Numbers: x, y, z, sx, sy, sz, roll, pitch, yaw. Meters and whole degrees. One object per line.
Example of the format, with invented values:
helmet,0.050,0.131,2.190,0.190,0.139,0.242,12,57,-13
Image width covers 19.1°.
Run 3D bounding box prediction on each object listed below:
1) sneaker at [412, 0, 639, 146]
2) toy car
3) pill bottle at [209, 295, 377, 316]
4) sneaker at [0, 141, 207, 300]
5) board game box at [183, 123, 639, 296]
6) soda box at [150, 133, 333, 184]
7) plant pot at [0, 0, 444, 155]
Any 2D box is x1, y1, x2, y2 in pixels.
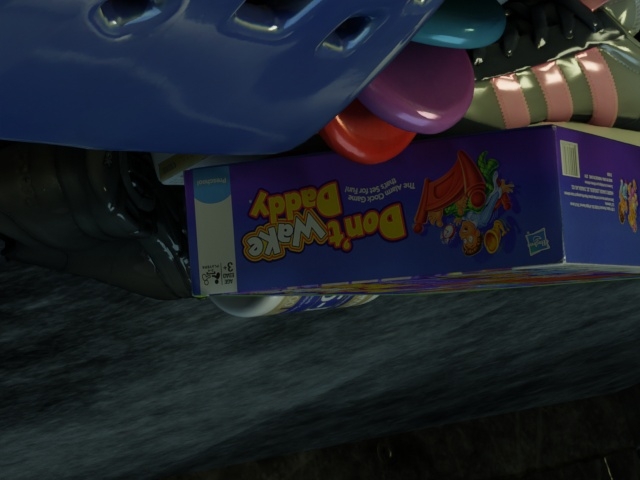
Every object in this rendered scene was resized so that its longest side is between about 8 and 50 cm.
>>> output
sneaker,0.137,-0.130,1.239,0.319,0.112,0.131,-3,134,-34
toy car,0.030,-0.114,1.021,0.159,0.136,0.182,-6,163,-39
pill bottle,0.000,0.000,1.520,0.186,0.112,0.112,-4,162,-44
sneaker,-0.155,-0.021,1.304,0.130,0.109,0.286,-10,162,10
board game box,0.100,-0.011,1.222,0.233,0.078,0.347,-5,176,26
soda box,-0.019,-0.079,1.261,0.074,0.069,0.216,-27,163,36
plant pot,-0.048,-0.174,0.483,0.212,0.236,0.236,-33,161,31
